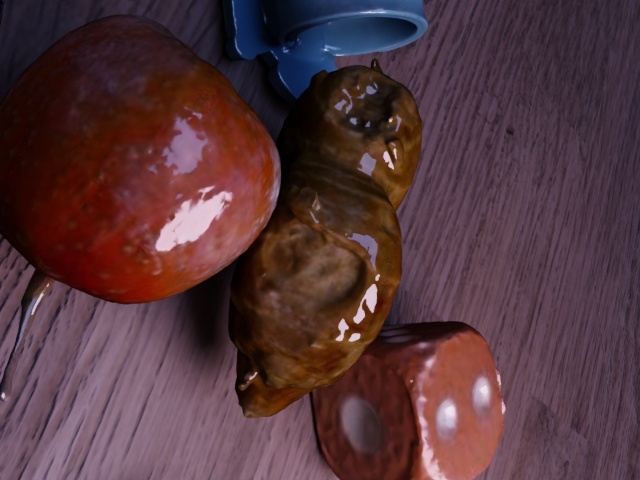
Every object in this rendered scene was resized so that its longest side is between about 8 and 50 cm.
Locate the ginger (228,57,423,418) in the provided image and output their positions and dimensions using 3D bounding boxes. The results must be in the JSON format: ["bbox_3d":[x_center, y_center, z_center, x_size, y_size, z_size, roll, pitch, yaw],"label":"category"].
[{"bbox_3d":[-0.003,0.008,0.804,0.153,0.274,0.357,18,67,-6],"label":"ginger"}]

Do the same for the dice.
[{"bbox_3d":[0.107,0.193,0.920,0.179,0.174,0.174,-8,90,-43],"label":"dice"}]

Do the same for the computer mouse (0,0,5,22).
[{"bbox_3d":[-0.295,-0.173,0.429,0.233,0.096,0.137,23,45,-48],"label":"computer mouse"}]

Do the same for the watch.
[{"bbox_3d":[0.014,-0.261,0.856,0.211,0.193,0.210,8,79,-45],"label":"watch"}]

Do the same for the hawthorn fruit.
[{"bbox_3d":[-0.168,-0.063,0.639,0.263,0.231,0.235,-16,59,-39],"label":"hawthorn fruit"}]
